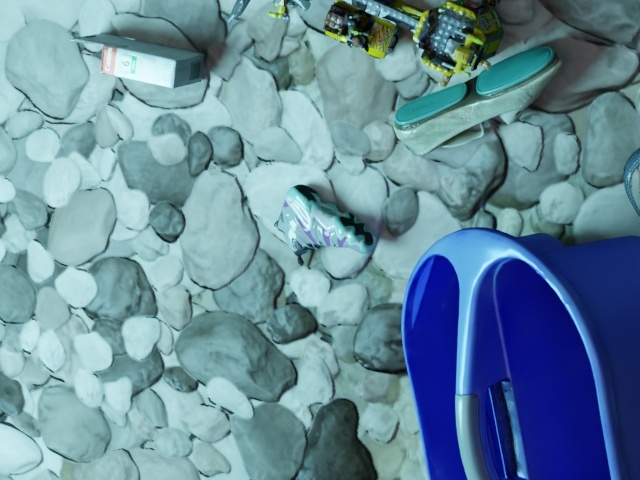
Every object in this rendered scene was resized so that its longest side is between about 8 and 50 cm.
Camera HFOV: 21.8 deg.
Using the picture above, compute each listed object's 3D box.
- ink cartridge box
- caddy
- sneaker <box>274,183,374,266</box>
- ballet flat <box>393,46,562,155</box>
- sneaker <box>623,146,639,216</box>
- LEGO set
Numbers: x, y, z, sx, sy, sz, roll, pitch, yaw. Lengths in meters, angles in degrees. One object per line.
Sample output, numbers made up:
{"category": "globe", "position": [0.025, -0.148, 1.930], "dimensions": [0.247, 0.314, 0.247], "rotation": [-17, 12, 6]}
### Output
{"category": "ink cartridge box", "position": [-0.174, -0.169, 1.558], "dimensions": [0.115, 0.063, 0.029], "rotation": [13, 105, 19]}
{"category": "caddy", "position": [0.184, 0.147, 1.385], "dimensions": [0.241, 0.179, 0.341], "rotation": [1, 105, 53]}
{"category": "sneaker", "position": [0.000, 0.000, 1.548], "dimensions": [0.098, 0.038, 0.069], "rotation": [37, 116, 20]}
{"category": "ballet flat", "position": [0.144, -0.120, 1.459], "dimensions": [0.168, 0.057, 0.052], "rotation": [-20, 123, 28]}
{"category": "sneaker", "position": [0.367, 0.014, 1.356], "dimensions": [0.283, 0.122, 0.110], "rotation": [37, 113, 9]}
{"category": "LEGO set", "position": [0.070, -0.286, 1.360], "dimensions": [0.255, 0.192, 0.331], "rotation": [33, 113, 11]}
